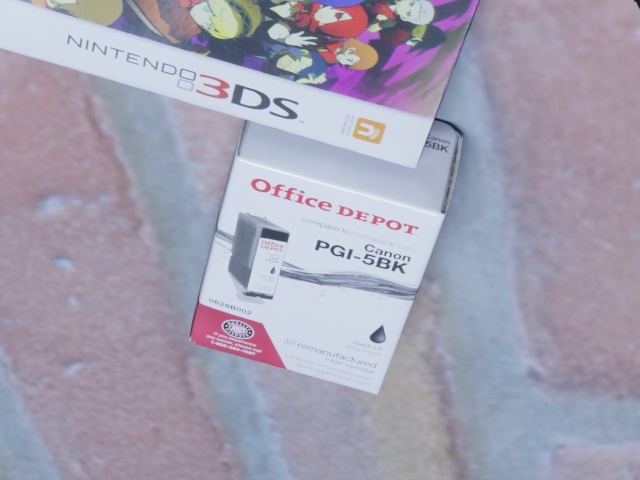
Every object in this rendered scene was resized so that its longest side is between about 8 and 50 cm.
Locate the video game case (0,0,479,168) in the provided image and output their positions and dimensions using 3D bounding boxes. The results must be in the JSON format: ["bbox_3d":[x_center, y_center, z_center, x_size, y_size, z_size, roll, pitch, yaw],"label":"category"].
[{"bbox_3d":[-0.030,-0.145,0.762,0.210,0.041,0.232,16,137,-3],"label":"video game case"}]

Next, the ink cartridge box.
[{"bbox_3d":[0.000,0.000,0.895,0.099,0.056,0.135,15,138,-1],"label":"ink cartridge box"}]

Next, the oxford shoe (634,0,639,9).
[{"bbox_3d":[0.147,-0.189,0.661,0.096,0.082,0.227,-15,132,-6],"label":"oxford shoe"}]
